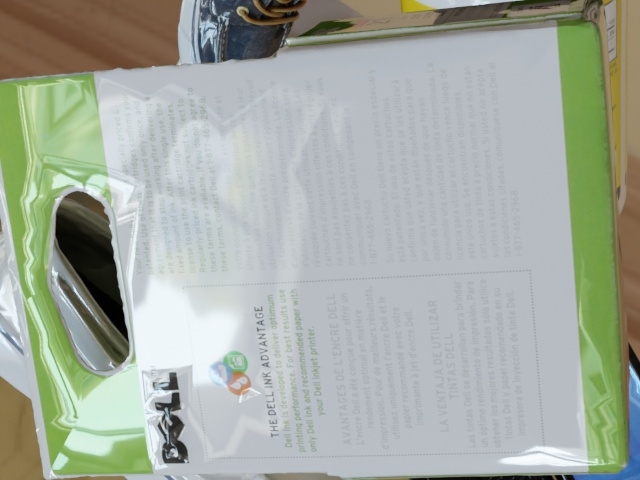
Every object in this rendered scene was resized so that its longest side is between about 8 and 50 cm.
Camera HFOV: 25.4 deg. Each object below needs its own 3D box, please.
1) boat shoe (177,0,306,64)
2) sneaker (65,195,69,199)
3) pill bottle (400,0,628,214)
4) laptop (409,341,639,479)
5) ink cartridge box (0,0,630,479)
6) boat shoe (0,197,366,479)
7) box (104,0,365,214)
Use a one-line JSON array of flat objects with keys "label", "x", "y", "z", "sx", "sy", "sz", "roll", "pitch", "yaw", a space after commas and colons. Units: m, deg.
[{"label": "boat shoe", "x": -0.030, "y": -0.147, "z": 0.811, "sx": 0.065, "sy": 0.183, "sz": 0.083, "roll": -10, "pitch": -152, "yaw": -38}, {"label": "sneaker", "x": -0.287, "y": 0.006, "z": 1.572, "sx": 0.067, "sy": 0.175, "sz": 0.064, "roll": -26, "pitch": -119, "yaw": -16}, {"label": "pill bottle", "x": 0.163, "y": -0.168, "z": 1.196, "sx": 0.188, "sy": 0.334, "sz": 0.188, "roll": -5, "pitch": -148, "yaw": 3}, {"label": "laptop", "x": 0.244, "y": 0.229, "z": 1.585, "sx": 0.264, "sy": 0.136, "sz": 0.234, "roll": -32, "pitch": -87, "yaw": -32}, {"label": "ink cartridge box", "x": 0.000, "y": 0.000, "z": 0.620, "sx": 0.255, "sy": 0.188, "sz": 0.097, "roll": -3, "pitch": -165, "yaw": 13}, {"label": "boat shoe", "x": -0.055, "y": 0.077, "z": 0.688, "sx": 0.258, "sy": 0.084, "sz": 0.095, "roll": 36, "pitch": -142, "yaw": -22}, {"label": "box", "x": -0.102, "y": -0.157, "z": 1.833, "sx": 0.168, "sy": 0.345, "sz": 0.215, "roll": 34, "pitch": -151, "yaw": 5}]
